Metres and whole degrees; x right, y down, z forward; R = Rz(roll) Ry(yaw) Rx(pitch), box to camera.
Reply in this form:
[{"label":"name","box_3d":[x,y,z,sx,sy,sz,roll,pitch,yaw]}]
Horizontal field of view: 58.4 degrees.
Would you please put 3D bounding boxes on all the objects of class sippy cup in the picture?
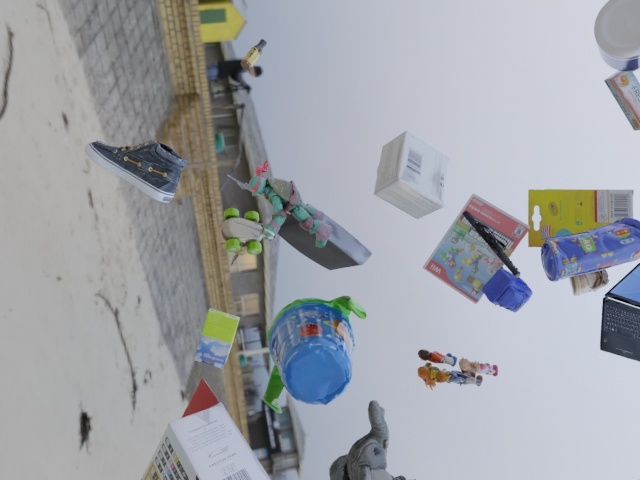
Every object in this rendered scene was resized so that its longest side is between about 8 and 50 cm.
[{"label":"sippy cup","box_3d":[-0.016,0.288,1.432,0.224,0.240,0.306,-108,-158,-76]}]

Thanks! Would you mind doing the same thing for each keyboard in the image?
[{"label":"keyboard","box_3d":[0.403,0.002,1.317,0.192,0.038,0.100,52,12,14]}]

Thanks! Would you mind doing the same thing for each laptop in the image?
[{"label":"laptop","box_3d":[0.998,0.229,1.750,0.136,0.234,0.264,155,-50,-65]}]

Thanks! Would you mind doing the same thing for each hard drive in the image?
[{"label":"hard drive","box_3d":[0.000,0.000,1.553,0.172,0.254,0.054,-13,-130,46]}]

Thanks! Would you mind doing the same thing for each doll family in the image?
[{"label":"doll family","box_3d":[0.387,0.398,1.702,0.263,0.163,0.118,-2,-104,58]}]

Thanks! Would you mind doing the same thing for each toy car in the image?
[{"label":"toy car","box_3d":[-0.299,0.003,2.042,0.188,0.149,0.155,-50,-140,49]}]

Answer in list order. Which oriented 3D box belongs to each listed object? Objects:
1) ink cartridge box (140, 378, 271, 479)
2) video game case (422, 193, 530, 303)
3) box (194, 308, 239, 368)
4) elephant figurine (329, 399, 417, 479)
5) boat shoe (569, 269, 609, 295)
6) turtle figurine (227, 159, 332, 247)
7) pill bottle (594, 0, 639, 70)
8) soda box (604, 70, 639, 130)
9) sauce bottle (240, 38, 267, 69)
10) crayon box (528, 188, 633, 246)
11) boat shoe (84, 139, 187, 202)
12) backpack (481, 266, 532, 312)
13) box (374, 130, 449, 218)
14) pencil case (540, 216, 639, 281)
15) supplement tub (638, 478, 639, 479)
[{"label":"ink cartridge box","box_3d":[-0.269,0.487,1.170,0.272,0.130,0.309,49,-52,27]},{"label":"video game case","box_3d":[0.478,0.024,1.769,0.204,0.285,0.025,36,6,25]},{"label":"box","box_3d":[-0.348,0.329,1.920,0.042,0.109,0.178,-92,-160,-81]},{"label":"elephant figurine","box_3d":[0.105,0.514,1.263,0.239,0.169,0.186,56,24,-18]},{"label":"boat shoe","box_3d":[0.872,0.108,1.861,0.341,0.110,0.122,1,76,-61]},{"label":"turtle figurine","box_3d":[-0.088,-0.074,1.231,0.118,0.234,0.175,-45,-149,31]},{"label":"pill bottle","box_3d":[0.784,-0.515,1.447,0.264,0.153,0.153,-5,86,-60]},{"label":"soda box","box_3d":[0.913,-0.412,1.675,0.183,0.058,0.063,55,7,-7]},{"label":"sauce bottle","box_3d":[-0.231,-0.653,2.002,0.128,0.042,0.042,-61,175,-24]},{"label":"crayon box","box_3d":[0.838,-0.064,1.865,0.081,0.318,0.202,44,49,-75]},{"label":"boat shoe","box_3d":[-0.310,-0.142,0.972,0.083,0.183,0.065,-61,168,9]},{"label":"backpack","box_3d":[0.531,0.151,1.603,0.098,0.120,0.101,-51,-143,24]},{"label":"box","box_3d":[0.272,-0.191,1.693,0.119,0.182,0.181,-28,-138,52]},{"label":"pencil case","box_3d":[0.788,0.021,1.645,0.119,0.306,0.133,77,-3,-67]},{"label":"supplement tub","box_3d":[1.000,0.743,1.585,0.228,0.316,0.228,47,6,-7]}]
